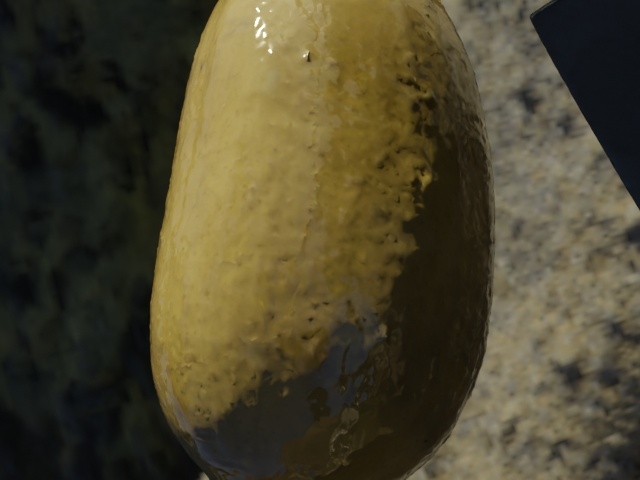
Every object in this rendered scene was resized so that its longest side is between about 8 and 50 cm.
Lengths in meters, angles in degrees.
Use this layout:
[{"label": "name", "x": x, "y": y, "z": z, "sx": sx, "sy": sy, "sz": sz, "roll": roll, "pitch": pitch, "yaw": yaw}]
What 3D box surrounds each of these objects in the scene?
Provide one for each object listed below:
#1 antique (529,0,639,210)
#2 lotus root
[{"label": "antique", "x": 0.188, "y": -0.074, "z": 0.613, "sx": 0.147, "sy": 0.152, "sz": 0.148, "roll": -28, "pitch": 96, "yaw": 42}, {"label": "lotus root", "x": 0.003, "y": 0.000, "z": 0.736, "sx": 0.131, "sy": 0.146, "sz": 0.303, "roll": -21, "pitch": 61, "yaw": 62}]
